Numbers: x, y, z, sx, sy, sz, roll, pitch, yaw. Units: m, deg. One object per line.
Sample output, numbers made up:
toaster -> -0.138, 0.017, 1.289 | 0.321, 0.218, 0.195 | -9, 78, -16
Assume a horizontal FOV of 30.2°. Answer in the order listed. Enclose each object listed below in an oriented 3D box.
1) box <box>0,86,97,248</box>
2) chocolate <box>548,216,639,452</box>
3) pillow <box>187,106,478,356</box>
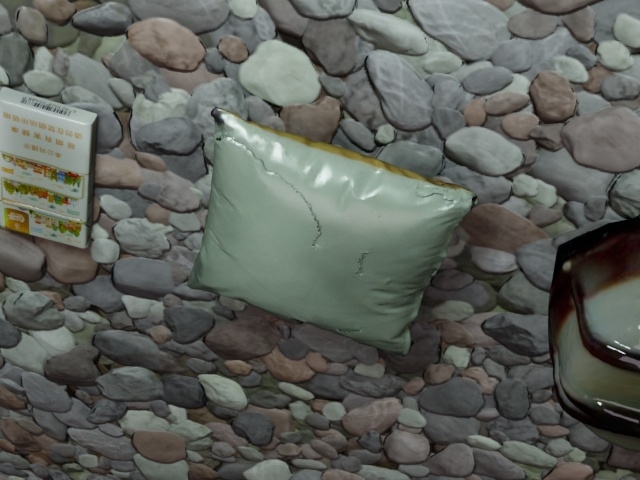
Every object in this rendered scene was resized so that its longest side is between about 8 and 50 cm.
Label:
box -> -0.344, -0.086, 1.484 | 0.122, 0.032, 0.220 | 15, 136, 0
chocolate -> 0.383, 0.130, 1.367 | 0.283, 0.186, 0.284 | 13, 133, 15
pillow -> 0.000, 0.000, 1.412 | 0.312, 0.119, 0.310 | 16, 140, -1
